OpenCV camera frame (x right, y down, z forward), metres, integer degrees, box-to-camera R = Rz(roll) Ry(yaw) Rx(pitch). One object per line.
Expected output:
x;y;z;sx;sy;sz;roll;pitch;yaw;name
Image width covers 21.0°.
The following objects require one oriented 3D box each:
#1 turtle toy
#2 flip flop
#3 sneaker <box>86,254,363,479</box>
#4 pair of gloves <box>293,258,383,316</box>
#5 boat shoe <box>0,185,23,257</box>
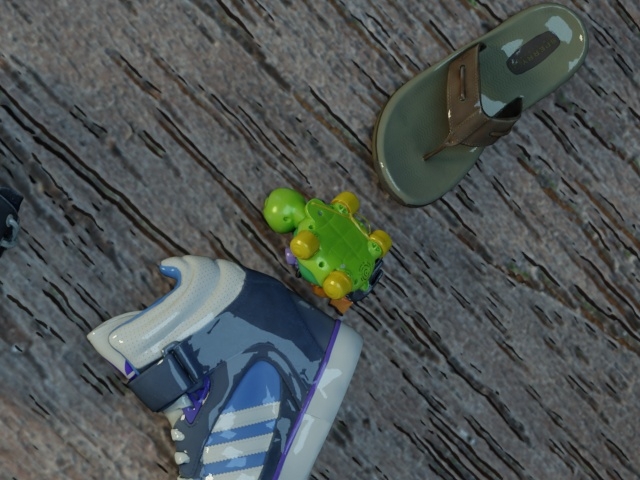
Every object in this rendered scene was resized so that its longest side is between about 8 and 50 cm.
0.000;0.000;1.647;0.130;0.066;0.095;50;52;-4;turtle toy
0.163;-0.142;1.704;0.277;0.080;0.112;-37;98;-15;flip flop
-0.125;0.173;1.595;0.236;0.130;0.322;26;85;-4;sneaker
0.018;0.024;1.692;0.083;0.010;0.074;42;77;-12;pair of gloves
-0.316;-0.020;1.551;0.102;0.108;0.301;-8;83;-15;boat shoe
